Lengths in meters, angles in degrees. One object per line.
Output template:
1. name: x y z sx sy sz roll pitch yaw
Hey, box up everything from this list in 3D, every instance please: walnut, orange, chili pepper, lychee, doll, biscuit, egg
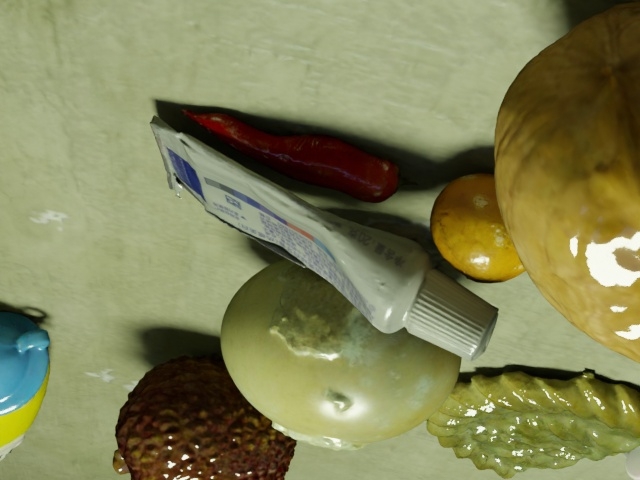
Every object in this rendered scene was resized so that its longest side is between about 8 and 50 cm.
1. walnut: 0.196 -0.033 0.742 0.195 0.195 0.221 -3 148 29
2. orange: 0.116 -0.009 0.941 0.070 0.083 0.083 -35 135 14
3. chili pepper: -0.016 -0.060 0.957 0.178 0.027 0.045 20 153 -7
4. lychee: -0.120 0.206 1.356 0.194 0.194 0.194 11 153 5
5. doll: -0.378 0.170 1.483 0.199 0.145 0.363 -17 165 -41
6. biscuit: 0.201 0.178 1.312 0.187 0.036 0.273 26 151 -24
7. egg: 0.014 0.082 1.078 0.201 0.164 0.164 6 153 27

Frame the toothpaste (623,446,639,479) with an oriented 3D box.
1. toothpaste: 0.428 0.276 1.387 0.314 0.058 0.056 27 110 -33

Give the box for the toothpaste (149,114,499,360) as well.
1. toothpaste: -0.001 0.001 0.971 0.282 0.068 0.099 31 132 15
